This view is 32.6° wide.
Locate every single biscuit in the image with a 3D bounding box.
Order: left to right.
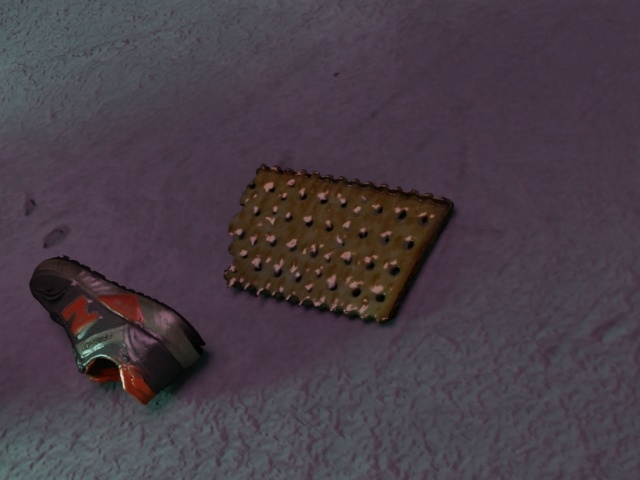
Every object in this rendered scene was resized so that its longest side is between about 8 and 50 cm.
[{"bbox_3d":[0.000,-0.001,0.931,0.203,0.016,0.144,11,56,30],"label":"biscuit"}]

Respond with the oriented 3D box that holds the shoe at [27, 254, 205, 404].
[{"bbox_3d":[-0.187,0.074,0.912,0.194,0.074,0.077,20,66,33],"label":"shoe"}]
